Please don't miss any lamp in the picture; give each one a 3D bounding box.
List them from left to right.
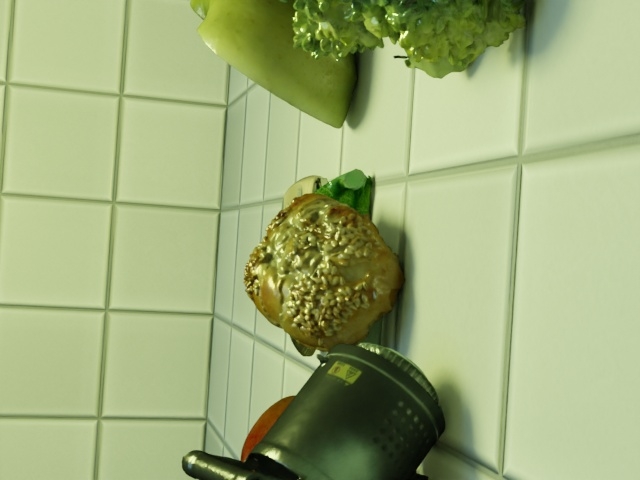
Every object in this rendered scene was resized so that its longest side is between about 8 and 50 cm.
[{"bbox_3d":[0.036,0.273,1.273,0.205,0.374,0.272,-1,63,53],"label":"lamp"}]

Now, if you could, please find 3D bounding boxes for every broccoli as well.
[{"bbox_3d":[0.139,-0.349,1.221,0.293,0.348,0.281,-52,-34,-21],"label":"broccoli"}]

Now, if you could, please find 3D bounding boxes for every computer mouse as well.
[{"bbox_3d":[-0.026,-0.064,1.976,0.236,0.082,0.145,155,118,-71],"label":"computer mouse"}]

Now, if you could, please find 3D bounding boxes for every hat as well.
[{"bbox_3d":[-0.012,0.171,1.921,0.146,0.067,0.146,46,-143,-50],"label":"hat"}]

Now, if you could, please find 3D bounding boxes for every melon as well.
[{"bbox_3d":[0.000,0.000,1.754,0.124,0.196,0.323,-61,-2,-45],"label":"melon"}]

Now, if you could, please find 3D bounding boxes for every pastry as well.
[{"bbox_3d":[-0.010,0.048,1.545,0.311,0.162,0.255,24,88,50],"label":"pastry"}]

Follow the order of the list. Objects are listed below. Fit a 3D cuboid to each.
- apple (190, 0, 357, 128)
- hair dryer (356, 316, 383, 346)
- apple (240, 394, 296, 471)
[{"bbox_3d":[-0.089,-0.387,1.831,0.312,0.360,0.320,-15,53,54],"label":"apple"},{"bbox_3d":[0.064,0.179,1.633,0.267,0.092,0.229,-106,30,-75],"label":"hair dryer"},{"bbox_3d":[-0.031,0.391,1.616,0.234,0.234,0.233,-176,90,-75],"label":"apple"}]
